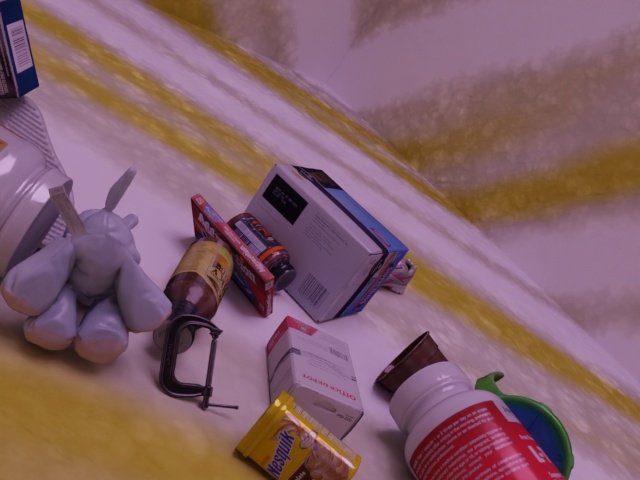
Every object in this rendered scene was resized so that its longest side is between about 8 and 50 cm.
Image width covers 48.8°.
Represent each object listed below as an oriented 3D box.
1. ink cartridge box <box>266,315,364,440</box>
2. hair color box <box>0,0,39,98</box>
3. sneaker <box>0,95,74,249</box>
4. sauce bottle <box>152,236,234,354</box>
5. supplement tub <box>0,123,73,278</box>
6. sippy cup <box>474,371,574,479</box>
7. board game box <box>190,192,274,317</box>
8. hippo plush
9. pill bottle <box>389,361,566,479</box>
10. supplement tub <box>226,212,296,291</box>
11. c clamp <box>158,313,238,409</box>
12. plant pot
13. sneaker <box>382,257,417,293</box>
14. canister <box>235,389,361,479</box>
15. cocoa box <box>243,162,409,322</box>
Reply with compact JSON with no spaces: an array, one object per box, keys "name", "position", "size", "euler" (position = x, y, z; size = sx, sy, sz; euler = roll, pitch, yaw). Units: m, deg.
[{"name":"ink cartridge box","position":[-0.015,0.268,1.382],"size":[0.159,0.092,0.218],"euler":[28,20,-20]},{"name":"hair color box","position":[-0.713,-0.342,1.274],"size":[0.348,0.173,0.105],"euler":[-2,25,3]},{"name":"sneaker","position":[-0.562,-0.113,1.340],"size":[0.126,0.127,0.320],"euler":[1,63,-48]},{"name":"sauce bottle","position":[-0.244,0.103,1.363],"size":[0.111,0.111,0.344],"euler":[32,22,-10]},{"name":"supplement tub","position":[-0.581,-0.099,1.105],"size":[0.316,0.228,0.228],"euler":[32,21,-9]},{"name":"sippy cup","position":[0.440,0.453,1.535],"size":[0.240,0.305,0.224],"euler":[8,-7,29]},{"name":"board game box","position":[-0.197,0.032,1.563],"size":[0.027,0.145,0.281],"euler":[-30,61,-26]},{"name":"hippo plush","position":[-0.393,0.038,1.152],"size":[0.235,0.294,0.237],"euler":[-17,17,-19]},{"name":"pill bottle","position":[0.304,0.434,1.321],"size":[0.229,0.229,0.407],"euler":[16,29,-42]},{"name":"supplement tub","position":[-0.145,0.031,1.679],"size":[0.198,0.106,0.106],"euler":[45,22,23]},{"name":"c clamp","position":[-0.204,0.205,1.194],"size":[0.137,0.160,0.022],"euler":[4,-6,-21]},{"name":"plant pot","position":[0.239,0.321,1.590],"size":[0.165,0.167,0.167],"euler":[47,22,7]},{"name":"sneaker","position":[0.190,0.080,2.083],"size":[0.252,0.111,0.103],"euler":[10,32,-49]},{"name":"canister","position":[-0.034,0.343,1.142],"size":[0.170,0.126,0.073],"euler":[39,20,4]},{"name":"cocoa box","position":[0.000,0.000,1.789],"size":[0.347,0.231,0.228],"euler":[44,22,22]}]
